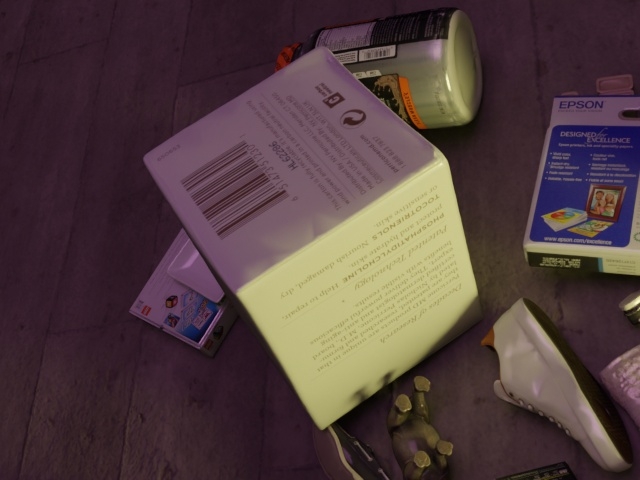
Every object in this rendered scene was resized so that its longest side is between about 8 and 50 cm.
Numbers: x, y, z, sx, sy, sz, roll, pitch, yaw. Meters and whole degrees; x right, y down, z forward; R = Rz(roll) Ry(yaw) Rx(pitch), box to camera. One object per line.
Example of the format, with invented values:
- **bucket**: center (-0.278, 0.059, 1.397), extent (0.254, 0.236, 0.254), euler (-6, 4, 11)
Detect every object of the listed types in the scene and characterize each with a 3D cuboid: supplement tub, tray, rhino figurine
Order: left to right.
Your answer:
- **tray**: center (-0.151, -0.020, 1.704), extent (0.145, 0.030, 0.270), euler (26, 76, 34)
- **supplement tub**: center (0.103, -0.291, 1.690), extent (0.337, 0.207, 0.207), euler (-3, 61, 27)
- **rhino figurine**: center (0.151, 0.327, 1.367), extent (0.073, 0.106, 0.243), euler (-5, 53, -13)

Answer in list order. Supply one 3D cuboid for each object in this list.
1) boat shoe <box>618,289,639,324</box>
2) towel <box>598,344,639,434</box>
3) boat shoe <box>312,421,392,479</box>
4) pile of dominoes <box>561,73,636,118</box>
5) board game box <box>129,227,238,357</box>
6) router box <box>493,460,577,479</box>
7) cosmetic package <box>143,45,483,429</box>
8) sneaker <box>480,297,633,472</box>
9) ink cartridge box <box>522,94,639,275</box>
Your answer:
- **boat shoe**: center (0.493, 0.077, 1.375), extent (0.125, 0.046, 0.038), euler (-33, 94, -13)
- **towel**: center (0.545, 0.182, 1.279), extent (0.282, 0.049, 0.187), euler (-33, 51, 7)
- **boat shoe**: center (0.054, 0.343, 1.445), extent (0.064, 0.075, 0.206), euler (-8, 37, -29)
- **pile of dominoes**: center (0.493, -0.149, 1.524), extent (0.195, 0.040, 0.251), euler (-5, 67, 20)
- **board game box**: center (-0.198, 0.044, 1.744), extent (0.192, 0.053, 0.305), euler (22, 74, 34)
- **router box**: center (0.298, 0.356, 1.269), extent (0.122, 0.038, 0.092), euler (-7, 48, -22)
- **cosmetic package**: center (0.000, 0.000, 1.422), extent (0.327, 0.394, 0.329), euler (-34, 51, -8)
- **sneaker**: center (0.329, 0.225, 1.347), extent (0.123, 0.106, 0.290), euler (-45, 46, 19)
- **ink cartridge box**: center (0.484, -0.087, 1.429), extent (0.303, 0.072, 0.307), euler (4, 54, 24)
